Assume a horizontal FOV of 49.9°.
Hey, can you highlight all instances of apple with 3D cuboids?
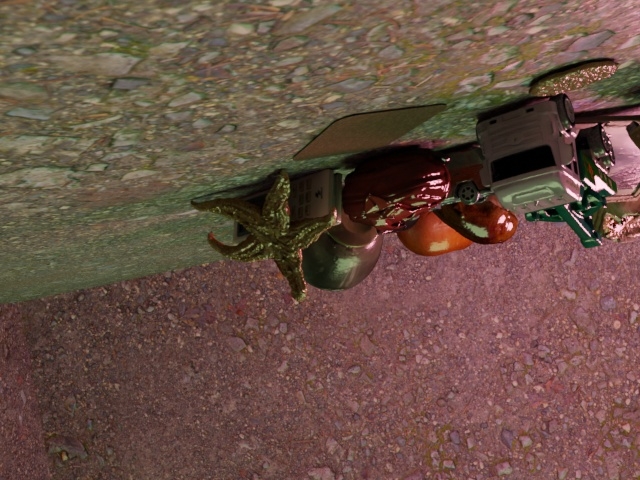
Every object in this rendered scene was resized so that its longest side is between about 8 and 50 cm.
[{"bbox_3d":[0.371,-0.060,2.177,0.271,0.207,0.251,-12,180,-20],"label":"apple"}]

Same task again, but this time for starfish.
[{"bbox_3d":[-0.093,-0.026,1.325,0.302,0.299,0.060,-40,-173,42],"label":"starfish"}]

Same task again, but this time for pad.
[{"bbox_3d":[0.067,-0.163,1.059,0.176,0.002,0.266,-11,177,-19],"label":"pad"}]

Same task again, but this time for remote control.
[{"bbox_3d":[-0.074,-0.061,1.404,0.277,0.103,0.055,-14,156,40],"label":"remote control"}]

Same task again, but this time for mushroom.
[{"bbox_3d":[0.391,-0.105,1.720,0.254,0.267,0.267,-45,-176,-11],"label":"mushroom"}]

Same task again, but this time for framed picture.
[{"bbox_3d":[0.561,-0.158,1.394,0.334,0.022,0.247,-4,143,-16],"label":"framed picture"}]

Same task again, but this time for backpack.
[{"bbox_3d":[0.137,-0.093,1.298,0.229,0.139,0.229,-13,177,-1],"label":"backpack"}]

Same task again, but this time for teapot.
[{"bbox_3d":[0.019,-0.042,1.700,0.239,0.321,0.239,-54,179,-26],"label":"teapot"}]

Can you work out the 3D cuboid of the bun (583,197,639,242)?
[{"bbox_3d":[0.713,-0.145,1.676,0.204,0.282,0.281,-38,180,-8],"label":"bun"}]

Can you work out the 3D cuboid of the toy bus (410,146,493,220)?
[{"bbox_3d":[0.241,-0.117,1.435,0.265,0.120,0.121,-13,177,26],"label":"toy bus"}]

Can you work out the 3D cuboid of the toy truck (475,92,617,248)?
[{"bbox_3d":[0.405,-0.112,1.177,0.176,0.178,0.363,-15,157,34],"label":"toy truck"}]

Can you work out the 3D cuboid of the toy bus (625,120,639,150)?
[{"bbox_3d":[0.657,-0.178,1.201,0.139,0.157,0.289,-42,160,31],"label":"toy bus"}]

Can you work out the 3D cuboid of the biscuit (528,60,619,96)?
[{"bbox_3d":[0.345,-0.220,0.938,0.120,0.015,0.120,-13,177,-1],"label":"biscuit"}]

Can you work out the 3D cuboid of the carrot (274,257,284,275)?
[{"bbox_3d":[0.000,0.000,2.064,0.254,0.196,0.196,-10,177,-26],"label":"carrot"}]

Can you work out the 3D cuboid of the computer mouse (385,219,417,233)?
[{"bbox_3d":[0.225,-0.087,1.944,0.217,0.122,0.073,-12,-171,-43],"label":"computer mouse"}]
